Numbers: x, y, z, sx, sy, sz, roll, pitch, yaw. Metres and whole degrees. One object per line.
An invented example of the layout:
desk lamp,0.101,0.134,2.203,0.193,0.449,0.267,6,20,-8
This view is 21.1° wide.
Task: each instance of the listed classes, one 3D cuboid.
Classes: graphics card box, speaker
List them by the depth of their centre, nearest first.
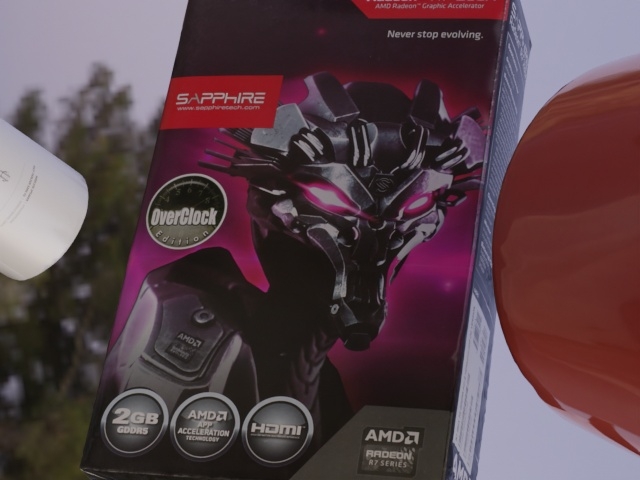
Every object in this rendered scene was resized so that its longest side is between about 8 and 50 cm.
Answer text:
speaker,-0.156,-0.037,0.687,0.055,0.136,0.055,-22,-130,30
graphics card box,0.000,0.000,1.113,0.094,0.233,0.370,62,34,-60

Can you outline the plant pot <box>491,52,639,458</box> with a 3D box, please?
plant pot,0.229,0.012,0.793,0.243,0.275,0.274,5,-76,52
